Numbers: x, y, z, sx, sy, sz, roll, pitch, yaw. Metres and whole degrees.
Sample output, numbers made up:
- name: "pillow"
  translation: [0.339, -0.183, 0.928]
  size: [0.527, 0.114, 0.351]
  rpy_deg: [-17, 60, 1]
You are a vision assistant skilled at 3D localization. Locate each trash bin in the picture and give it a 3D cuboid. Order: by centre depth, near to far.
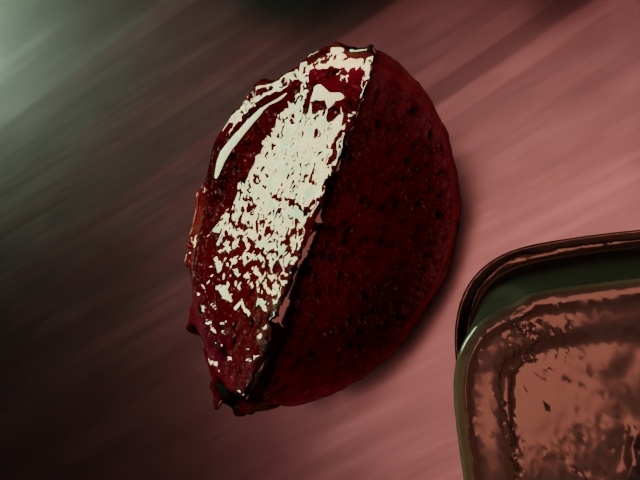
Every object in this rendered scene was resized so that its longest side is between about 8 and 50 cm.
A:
- name: "trash bin"
  translation: [0.179, 0.102, 0.521]
  size: [0.219, 0.250, 0.219]
  rpy_deg: [-10, 86, 15]

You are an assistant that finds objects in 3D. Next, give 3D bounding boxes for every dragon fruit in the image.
- name: "dragon fruit"
  translation: [0.000, 0.000, 0.648]
  size: [0.189, 0.163, 0.262]
  rpy_deg: [21, 93, -11]
